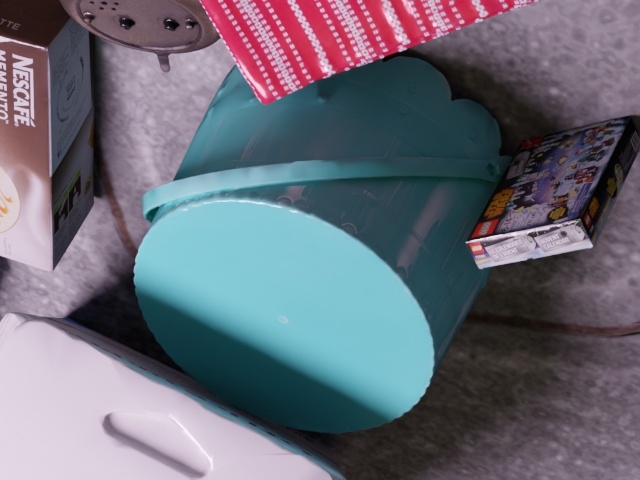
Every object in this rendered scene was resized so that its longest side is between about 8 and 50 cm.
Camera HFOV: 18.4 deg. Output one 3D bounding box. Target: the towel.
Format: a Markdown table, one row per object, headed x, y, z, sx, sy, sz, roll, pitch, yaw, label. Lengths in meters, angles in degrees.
| x | y | z | sx | sy | sz | roll | pitch | yaw | label |
| --- | --- | --- | --- | --- | --- | --- | --- | --- | --- |
| 0.036 | -0.213 | 1.352 | 0.275 | 0.031 | 0.199 | -19 | 122 | 17 | towel |

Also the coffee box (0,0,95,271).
| x | y | z | sx | sy | sz | roll | pitch | yaw | label |
| --- | --- | --- | --- | --- | --- | --- | --- | --- | --- |
| -0.260 | -0.109 | 1.594 | 0.141 | 0.098 | 0.246 | 18 | 136 | 9 | coffee box |

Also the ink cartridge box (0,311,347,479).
| x | y | z | sx | sy | sz | roll | pitch | yaw | label |
| --- | --- | --- | --- | --- | --- | --- | --- | --- | --- |
| -0.143 | 0.190 | 1.628 | 0.285 | 0.166 | 0.395 | 26 | 176 | 1 | ink cartridge box |

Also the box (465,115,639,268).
| x | y | z | sx | sy | sz | roll | pitch | yaw | label |
| --- | --- | --- | --- | --- | --- | --- | --- | --- | --- |
| 0.170 | -0.036 | 1.432 | 0.094 | 0.137 | 0.027 | -13 | 118 | 33 | box |

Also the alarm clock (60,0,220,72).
| x | y | z | sx | sy | sz | roll | pitch | yaw | label |
| --- | --- | --- | --- | --- | --- | --- | --- | --- | --- |
| -0.132 | -0.193 | 1.436 | 0.129 | 0.064 | 0.192 | 5 | 155 | 17 | alarm clock |

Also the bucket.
| x | y | z | sx | sy | sz | roll | pitch | yaw | label |
| --- | --- | --- | --- | --- | --- | --- | --- | --- | --- |
| 0.000 | 0.000 | 1.513 | 0.281 | 0.183 | 0.281 | 13 | 135 | 14 | bucket |
